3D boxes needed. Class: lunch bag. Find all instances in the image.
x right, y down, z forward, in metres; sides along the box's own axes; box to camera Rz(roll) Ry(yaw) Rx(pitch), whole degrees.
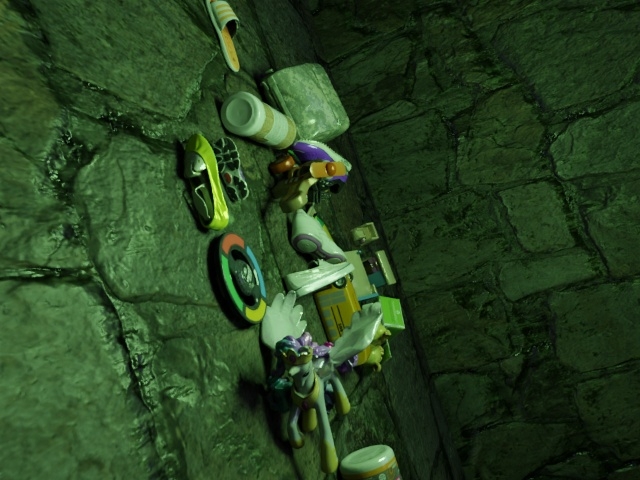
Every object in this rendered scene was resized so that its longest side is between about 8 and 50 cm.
[{"bbox_3d":[-0.072,-0.491,2.220,0.256,0.212,0.305,-30,96,-59],"label":"lunch bag"}]

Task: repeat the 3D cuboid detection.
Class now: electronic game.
[{"bbox_3d":[-0.185,0.089,1.426,0.229,0.048,0.230,-19,90,-75],"label":"electronic game"}]

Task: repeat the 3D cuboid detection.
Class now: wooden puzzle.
[{"bbox_3d":[0.004,-0.008,2.228,0.221,0.044,0.239,-69,138,-68],"label":"wooden puzzle"}]

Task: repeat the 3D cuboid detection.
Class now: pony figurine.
[{"bbox_3d":[-0.008,0.309,1.453,0.351,0.302,0.364,-67,152,-56],"label":"pony figurine"}]

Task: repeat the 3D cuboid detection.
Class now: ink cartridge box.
[{"bbox_3d":[0.235,0.370,2.298,0.096,0.189,0.255,11,50,-25],"label":"ink cartridge box"}]

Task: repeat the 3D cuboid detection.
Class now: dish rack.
[{"bbox_3d":[0.000,-0.247,2.314,0.271,0.074,0.209,-14,109,-73],"label":"dish rack"}]

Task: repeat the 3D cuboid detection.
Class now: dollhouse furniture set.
[{"bbox_3d":[0.093,0.107,2.302,0.303,0.198,0.287,-9,76,-51],"label":"dollhouse furniture set"}]

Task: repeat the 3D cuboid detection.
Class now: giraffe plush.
[{"bbox_3d":[0.164,0.371,2.158,0.181,0.210,0.171,-47,146,-77],"label":"giraffe plush"}]

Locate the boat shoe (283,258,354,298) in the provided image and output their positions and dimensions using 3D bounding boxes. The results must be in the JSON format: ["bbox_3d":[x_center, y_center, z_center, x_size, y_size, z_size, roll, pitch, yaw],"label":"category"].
[{"bbox_3d":[-0.005,0.101,1.834,0.267,0.096,0.088,-22,82,-39],"label":"boat shoe"}]

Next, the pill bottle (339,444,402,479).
[{"bbox_3d":[0.165,0.729,1.678,0.162,0.162,0.279,-6,78,-75],"label":"pill bottle"}]

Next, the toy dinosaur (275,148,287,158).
[{"bbox_3d":[-0.128,-0.299,2.078,0.047,0.090,0.082,38,1,-38],"label":"toy dinosaur"}]

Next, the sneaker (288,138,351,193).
[{"bbox_3d":[-0.007,-0.247,2.101,0.293,0.102,0.146,25,79,-44],"label":"sneaker"}]

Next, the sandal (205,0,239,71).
[{"bbox_3d":[-0.289,-0.674,1.931,0.102,0.076,0.266,-24,95,-75],"label":"sandal"}]

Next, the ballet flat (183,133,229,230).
[{"bbox_3d":[-0.268,-0.132,1.366,0.077,0.077,0.231,-15,88,-59],"label":"ballet flat"}]

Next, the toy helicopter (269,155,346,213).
[{"bbox_3d":[-0.048,-0.174,1.875,0.355,0.234,0.140,-76,145,-63],"label":"toy helicopter"}]

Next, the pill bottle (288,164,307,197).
[{"bbox_3d":[-0.083,-0.197,2.103,0.067,0.067,0.120,32,42,-67],"label":"pill bottle"}]

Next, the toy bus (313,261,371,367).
[{"bbox_3d":[0.074,0.245,2.000,0.108,0.130,0.333,-17,88,-74],"label":"toy bus"}]

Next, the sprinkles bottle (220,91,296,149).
[{"bbox_3d":[-0.179,-0.359,1.848,0.355,0.121,0.121,-3,75,-75],"label":"sprinkles bottle"}]

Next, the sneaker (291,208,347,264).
[{"bbox_3d":[0.000,0.000,2.048,0.305,0.114,0.152,46,28,-50],"label":"sneaker"}]

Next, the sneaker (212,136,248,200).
[{"bbox_3d":[-0.237,-0.185,1.585,0.071,0.068,0.170,-112,-172,-75],"label":"sneaker"}]

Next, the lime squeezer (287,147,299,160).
[{"bbox_3d":[-0.050,-0.314,2.389,0.310,0.058,0.110,-19,90,-74],"label":"lime squeezer"}]
